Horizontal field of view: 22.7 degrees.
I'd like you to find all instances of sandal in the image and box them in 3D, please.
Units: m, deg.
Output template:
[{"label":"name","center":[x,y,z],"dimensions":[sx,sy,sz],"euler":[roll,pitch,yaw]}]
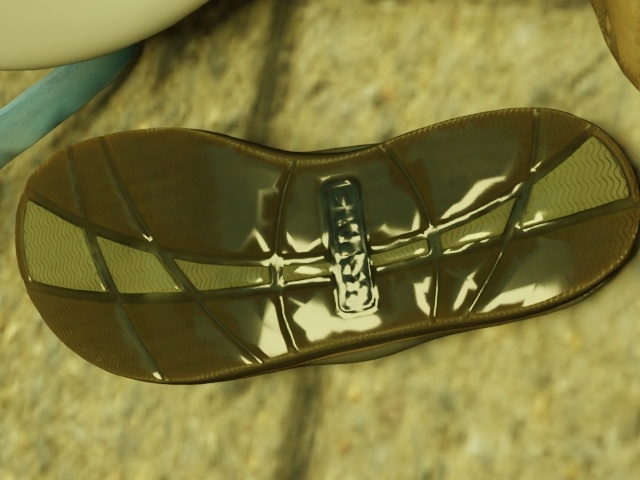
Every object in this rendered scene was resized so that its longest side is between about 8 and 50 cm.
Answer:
[{"label":"sandal","center":[0.000,0.000,0.544],"dimensions":[0.219,0.060,0.090],"euler":[-10,80,15]}]

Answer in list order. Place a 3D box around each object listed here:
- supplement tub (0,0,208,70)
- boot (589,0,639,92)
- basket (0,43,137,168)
[{"label":"supplement tub","center":[-0.154,-0.224,0.560],"dimensions":[0.316,0.228,0.228],"euler":[41,102,37]},{"label":"boot","center":[0.124,-0.158,0.394],"dimensions":[0.305,0.112,0.115],"euler":[104,145,-47]},{"label":"basket","center":[-0.250,-0.055,0.639],"dimensions":[0.254,0.201,0.289],"euler":[33,72,31]}]
